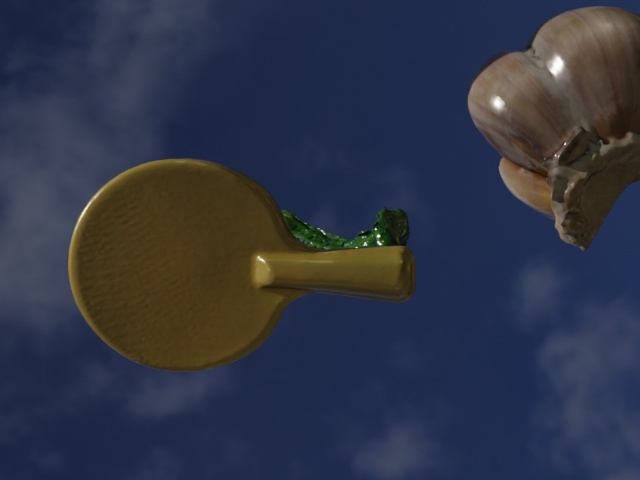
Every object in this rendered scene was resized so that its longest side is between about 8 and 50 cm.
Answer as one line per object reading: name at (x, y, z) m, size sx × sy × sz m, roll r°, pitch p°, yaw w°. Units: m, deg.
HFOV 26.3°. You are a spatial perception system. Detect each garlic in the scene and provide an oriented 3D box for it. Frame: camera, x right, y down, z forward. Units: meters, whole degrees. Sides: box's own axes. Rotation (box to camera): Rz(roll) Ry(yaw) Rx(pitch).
garlic at (0.232, -0.119, 1.132) m, size 0.214 × 0.191 × 0.160 m, roll -36°, pitch -58°, yaw 9°

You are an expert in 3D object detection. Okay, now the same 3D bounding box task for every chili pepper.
chili pepper at (0.000, 0.001, 1.645) m, size 0.065 × 0.279 × 0.122 m, roll -25°, pitch -66°, yaw -44°

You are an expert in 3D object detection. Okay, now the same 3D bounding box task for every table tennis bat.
table tennis bat at (-0.071, 0.026, 1.262) m, size 0.320 × 0.050 × 0.198 m, roll 2°, pitch -83°, yaw -3°
